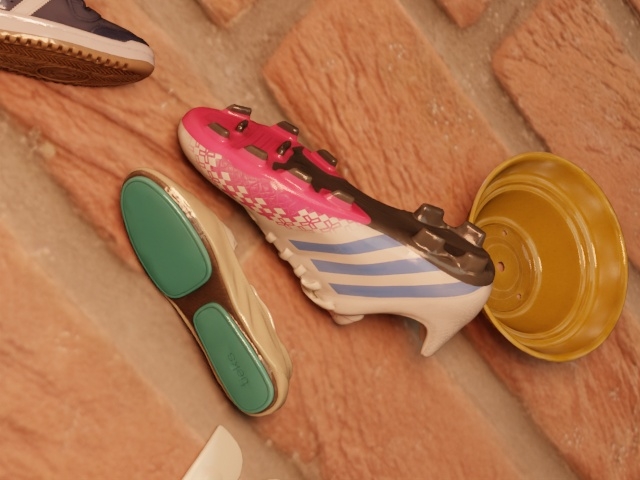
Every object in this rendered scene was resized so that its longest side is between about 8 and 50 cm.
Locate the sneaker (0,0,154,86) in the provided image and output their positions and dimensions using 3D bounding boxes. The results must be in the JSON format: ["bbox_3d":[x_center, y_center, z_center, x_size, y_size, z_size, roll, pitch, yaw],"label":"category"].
[{"bbox_3d":[-0.266,-0.228,0.962,0.282,0.099,0.153,11,77,-27],"label":"sneaker"}]

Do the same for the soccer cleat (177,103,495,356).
[{"bbox_3d":[0.000,0.000,1.074,0.331,0.143,0.116,28,25,-4],"label":"soccer cleat"}]

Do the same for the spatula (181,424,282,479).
[{"bbox_3d":[-0.090,0.308,1.009,0.168,0.019,0.242,43,61,-18],"label":"spatula"}]

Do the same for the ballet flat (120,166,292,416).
[{"bbox_3d":[-0.095,0.040,1.034,0.086,0.086,0.248,-31,98,-32],"label":"ballet flat"}]

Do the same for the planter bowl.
[{"bbox_3d":[0.213,0.022,1.211,0.217,0.090,0.217,6,78,-31],"label":"planter bowl"}]
